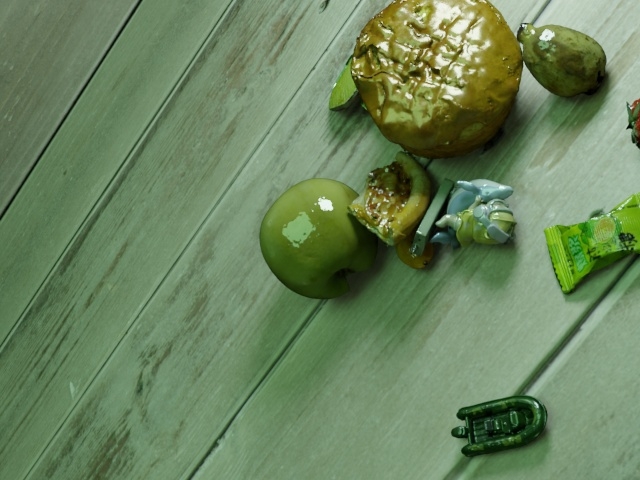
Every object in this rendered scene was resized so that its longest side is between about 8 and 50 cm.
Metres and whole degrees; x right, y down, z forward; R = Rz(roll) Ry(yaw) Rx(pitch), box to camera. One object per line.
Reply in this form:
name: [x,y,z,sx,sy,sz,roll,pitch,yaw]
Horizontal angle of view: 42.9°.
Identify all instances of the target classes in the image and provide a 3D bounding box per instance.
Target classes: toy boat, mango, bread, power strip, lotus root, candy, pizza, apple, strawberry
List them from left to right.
apple: [0.000,0.000,1.977,0.292,0.292,0.254,-47,52,16]
bread: [0.094,-0.439,2.184,0.228,0.033,0.228,-48,25,31]
pizza: [0.166,-0.106,1.889,0.182,0.074,0.365,9,36,12]
mango: [0.214,-0.010,1.914,0.098,0.075,0.190,-36,45,17]
power strip: [0.253,-0.050,1.840,0.029,0.080,0.227,24,56,12]
bread: [0.268,-0.384,1.860,0.398,0.215,0.398,-6,71,17]
toy boat: [0.360,0.368,1.631,0.210,0.052,0.104,-23,56,34]
lotus root: [0.508,-0.389,1.739,0.138,0.214,0.138,-61,2,4]
candy: [0.558,-0.004,1.604,0.246,0.069,0.149,-27,58,32]
strawberry: [0.668,-0.231,1.565,0.148,0.131,0.131,-28,55,33]

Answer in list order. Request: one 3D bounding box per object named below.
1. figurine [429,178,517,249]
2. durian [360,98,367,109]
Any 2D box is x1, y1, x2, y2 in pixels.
figurine: [0.341,-0.047,1.784,0.208,0.128,0.184,-48,49,27]
durian: [0.198,-0.352,2.062,0.250,0.101,0.139,29,125,46]
